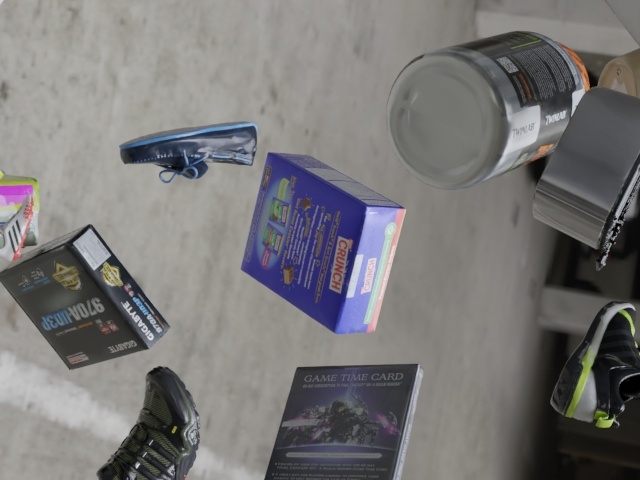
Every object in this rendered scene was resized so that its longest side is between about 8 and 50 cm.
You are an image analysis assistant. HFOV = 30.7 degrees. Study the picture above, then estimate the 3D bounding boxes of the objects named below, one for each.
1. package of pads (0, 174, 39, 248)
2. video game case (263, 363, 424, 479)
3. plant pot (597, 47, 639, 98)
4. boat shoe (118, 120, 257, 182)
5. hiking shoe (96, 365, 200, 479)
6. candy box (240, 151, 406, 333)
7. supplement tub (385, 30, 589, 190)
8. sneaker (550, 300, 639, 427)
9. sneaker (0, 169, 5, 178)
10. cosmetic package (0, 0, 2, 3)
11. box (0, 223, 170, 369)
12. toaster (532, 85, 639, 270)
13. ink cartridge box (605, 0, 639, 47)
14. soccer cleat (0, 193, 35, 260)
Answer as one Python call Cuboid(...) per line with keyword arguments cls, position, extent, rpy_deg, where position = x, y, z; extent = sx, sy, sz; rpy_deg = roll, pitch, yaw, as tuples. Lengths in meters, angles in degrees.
Cuboid(cls="package of pads", position=(-0.546, -0.039, 1.600), extent=(0.229, 0.296, 0.101), rpy_deg=(-5, 96, -45))
Cuboid(cls="video game case", position=(0.022, 0.289, 1.566), extent=(0.026, 0.196, 0.274), rpy_deg=(56, 40, -42))
Cuboid(cls="plant pot", position=(0.599, -0.230, 1.888), extent=(0.256, 0.274, 0.256), rpy_deg=(176, -90, -74))
Cuboid(cls="boat shoe", position=(-0.206, -0.142, 1.928), extent=(0.258, 0.109, 0.089), rpy_deg=(-11, 102, -31))
Cuboid(cls="hiking shoe", position=(-0.219, 0.272, 1.458), extent=(0.114, 0.086, 0.227), rpy_deg=(0, 93, -38))
Cuboid(cls="candy box", position=(0.000, 0.000, 2.324), extent=(0.122, 0.317, 0.268), rpy_deg=(-2, 114, -41))
Cuboid(cls="supplement tub", position=(0.251, -0.194, 1.667), extent=(0.316, 0.193, 0.193), rpy_deg=(-23, 125, -49))
Cuboid(cls="sneaker", position=(0.357, 0.159, 1.416), extent=(0.234, 0.097, 0.084), rpy_deg=(-42, 149, -49))
Cuboid(cls="sneaker", position=(-0.453, -0.079, 1.279), extent=(0.069, 0.209, 0.082), rpy_deg=(74, 39, -78))
Cuboid(cls="cosmetic package", position=(-0.524, -0.301, 1.154), extent=(0.197, 0.155, 0.365), rpy_deg=(-49, 128, -4))
Cuboid(cls="box", position=(-0.322, 0.081, 1.566), extent=(0.175, 0.220, 0.051), rpy_deg=(55, 51, -15))
Cuboid(cls="toaster", position=(0.343, -0.080, 1.439), extent=(0.186, 0.110, 0.168), rpy_deg=(-62, 165, -6))
Cuboid(cls="ink cartridge box", position=(0.540, -0.249, 1.315), extent=(0.285, 0.395, 0.166), rpy_deg=(-29, -164, 46))
Cuboid(cls="soccer cleat", position=(-0.361, -0.017, 1.381), extent=(0.029, 0.035, 0.083), rpy_deg=(-11, -116, 68))
